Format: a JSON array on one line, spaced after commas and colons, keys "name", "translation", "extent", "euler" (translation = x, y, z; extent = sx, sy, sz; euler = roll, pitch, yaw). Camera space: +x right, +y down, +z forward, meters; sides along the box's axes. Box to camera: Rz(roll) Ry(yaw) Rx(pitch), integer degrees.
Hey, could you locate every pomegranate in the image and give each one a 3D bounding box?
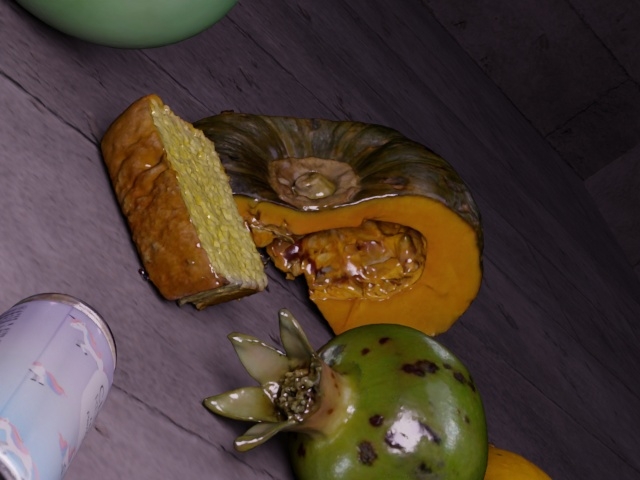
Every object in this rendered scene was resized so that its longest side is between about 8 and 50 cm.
[{"name": "pomegranate", "translation": [0.018, 0.131, 1.230], "extent": [0.220, 0.156, 0.156], "euler": [12, 34, -23]}]

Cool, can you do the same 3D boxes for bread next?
[{"name": "bread", "translation": [-0.101, -0.019, 1.293], "extent": [0.103, 0.065, 0.187], "euler": [37, 21, -56]}]

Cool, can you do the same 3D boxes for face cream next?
[{"name": "face cream", "translation": [-0.150, 0.083, 0.866], "extent": [0.075, 0.075, 0.229], "euler": [52, 15, -11]}]

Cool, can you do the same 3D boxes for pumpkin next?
[{"name": "pumpkin", "translation": [0.000, -0.001, 1.547], "extent": [0.280, 0.190, 0.139], "euler": [2, 37, -15]}]

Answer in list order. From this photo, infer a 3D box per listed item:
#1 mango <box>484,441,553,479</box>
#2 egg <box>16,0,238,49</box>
[{"name": "mango", "translation": [0.144, 0.274, 1.338], "extent": [0.176, 0.119, 0.317], "euler": [50, 23, -29]}, {"name": "egg", "translation": [-0.165, -0.269, 1.333], "extent": [0.269, 0.220, 0.220], "euler": [39, 17, -12]}]
